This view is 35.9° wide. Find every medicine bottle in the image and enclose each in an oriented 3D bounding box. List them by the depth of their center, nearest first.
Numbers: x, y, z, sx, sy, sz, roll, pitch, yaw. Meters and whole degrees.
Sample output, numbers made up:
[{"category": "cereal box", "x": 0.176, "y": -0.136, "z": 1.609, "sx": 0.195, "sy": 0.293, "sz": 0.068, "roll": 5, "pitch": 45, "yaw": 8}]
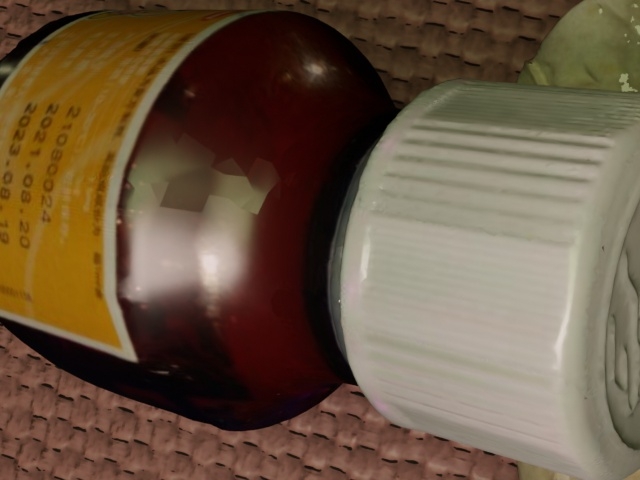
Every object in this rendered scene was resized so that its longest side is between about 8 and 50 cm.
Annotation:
[{"category": "medicine bottle", "x": 0.000, "y": 0.000, "z": 0.535, "sx": 0.395, "sy": 0.242, "sz": 0.243, "roll": 14, "pitch": 88, "yaw": 34}]

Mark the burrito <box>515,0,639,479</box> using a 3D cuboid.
[{"category": "burrito", "x": 0.172, "y": 0.006, "z": 0.588, "sx": 0.105, "sy": 0.143, "sz": 0.299, "roll": 2, "pitch": 79, "yaw": -16}]
